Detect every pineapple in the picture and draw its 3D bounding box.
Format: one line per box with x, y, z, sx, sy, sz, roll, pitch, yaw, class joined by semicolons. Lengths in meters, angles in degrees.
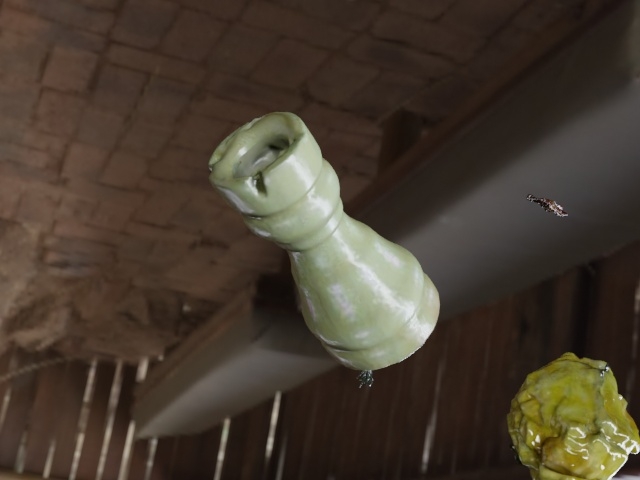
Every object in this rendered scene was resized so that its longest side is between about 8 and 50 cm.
0.111;0.260;2.503;0.058;0.124;0.058;7;-175;-1;pineapple

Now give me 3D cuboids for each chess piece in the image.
0.000;0.000;1.889;0.234;0.234;0.442;-7;135;38;chess piece

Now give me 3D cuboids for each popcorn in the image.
0.487;0.350;2.199;0.252;0.286;0.215;16;138;-13;popcorn

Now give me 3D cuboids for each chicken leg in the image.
0.385;-0.058;1.929;0.083;0.021;0.036;21;-172;-31;chicken leg
